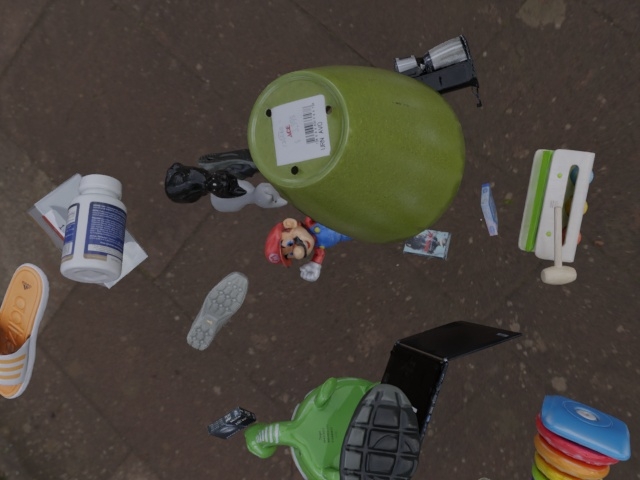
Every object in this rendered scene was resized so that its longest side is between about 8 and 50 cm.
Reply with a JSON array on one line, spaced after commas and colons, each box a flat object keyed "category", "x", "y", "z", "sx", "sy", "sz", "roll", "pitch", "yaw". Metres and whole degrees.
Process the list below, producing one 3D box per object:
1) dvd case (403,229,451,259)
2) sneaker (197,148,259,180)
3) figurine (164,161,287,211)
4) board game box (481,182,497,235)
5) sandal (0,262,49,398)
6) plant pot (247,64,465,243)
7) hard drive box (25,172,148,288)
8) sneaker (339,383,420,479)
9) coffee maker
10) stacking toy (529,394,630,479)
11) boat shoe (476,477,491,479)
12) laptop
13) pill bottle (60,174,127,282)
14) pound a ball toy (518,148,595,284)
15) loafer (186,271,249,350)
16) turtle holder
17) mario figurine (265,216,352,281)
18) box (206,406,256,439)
[{"category": "dvd case", "x": 0.301, "y": 0.007, "z": 1.534, "sx": 0.119, "sy": 0.013, "sz": 0.087, "roll": 10, "pitch": 58, "yaw": 16}, {"category": "sneaker", "x": -0.247, "y": -0.200, "z": 1.640, "sx": 0.227, "sy": 0.087, "sz": 0.130, "roll": -10, "pitch": 132, "yaw": -11}, {"category": "figurine", "x": -0.208, "y": -0.113, "z": 1.245, "sx": 0.209, "sy": 0.214, "sz": 0.093, "roll": 8, "pitch": 88, "yaw": 41}, {"category": "board game box", "x": 0.399, "y": -0.073, "z": 1.286, "sx": 0.020, "sy": 0.090, "sz": 0.090, "roll": -10, "pitch": 123, "yaw": 26}, {"category": "sandal", "x": -0.552, "y": 0.162, "z": 0.948, "sx": 0.101, "sy": 0.076, "sz": 0.266, "roll": 25, "pitch": 106, "yaw": 15}, {"category": "plant pot", "x": 0.036, "y": -0.132, "z": 0.762, "sx": 0.274, "sy": 0.293, "sz": 0.275, "roll": 0, "pitch": 90, "yaw": 26}, {"category": "hard drive box", "x": -0.430, "y": -0.015, "z": 0.992, "sx": 0.089, "sy": 0.232, "sz": 0.181, "roll": -44, "pitch": 110, "yaw": -25}, {"category": "sneaker", "x": 0.054, "y": 0.313, "z": 0.680, "sx": 0.101, "sy": 0.106, "sz": 0.268, "roll": 13, "pitch": 77, "yaw": -11}, {"category": "coffee maker", "x": 0.277, "y": -0.380, "z": 1.303, "sx": 0.178, "sy": 0.120, "sz": 0.171, "roll": -18, "pitch": 85, "yaw": 14}, {"category": "stacking toy", "x": 0.489, "y": 0.482, "z": 1.100, "sx": 0.165, "sy": 0.175, "sz": 0.302, "roll": 19, "pitch": 103, "yaw": 24}, {"category": "boat shoe", "x": 0.309, "y": 0.512, "z": 0.840, "sx": 0.104, "sy": 0.089, "sz": 0.285, "roll": -22, "pitch": 62, "yaw": -24}, {"category": "laptop", "x": 0.233, "y": 0.271, "z": 1.072, "sx": 0.136, "sy": 0.234, "sz": 0.265, "roll": 22, "pitch": 82, "yaw": -13}, {"category": "pill bottle", "x": -0.268, "y": -0.015, "z": 0.652, "sx": 0.067, "sy": 0.067, "sz": 0.120, "roll": -9, "pitch": 67, "yaw": 17}, {"category": "pound a ball toy", "x": 0.607, "y": -0.061, "z": 1.352, "sx": 0.135, "sy": 0.208, "sz": 0.320, "roll": 6, "pitch": 99, "yaw": -1}, {"category": "loafer", "x": -0.330, "y": 0.216, "z": 1.761, "sx": 0.112, "sy": 0.111, "sz": 0.319, "roll": 35, "pitch": 112, "yaw": -11}, {"category": "turtle holder", "x": 0.024, "y": 0.445, "z": 1.193, "sx": 0.243, "sy": 0.320, "sz": 0.227, "roll": 59, "pitch": 150, "yaw": 13}, {"category": "mario figurine", "x": 0.000, "y": 0.000, "z": 1.524, "sx": 0.320, "sy": 0.170, "sz": 0.198, "roll": -19, "pitch": 82, "yaw": 1}, {"category": "box", "x": -0.187, "y": 0.387, "z": 1.152, "sx": 0.083, "sy": 0.067, "sz": 0.018, "roll": -33, "pitch": 53, "yaw": 5}]
